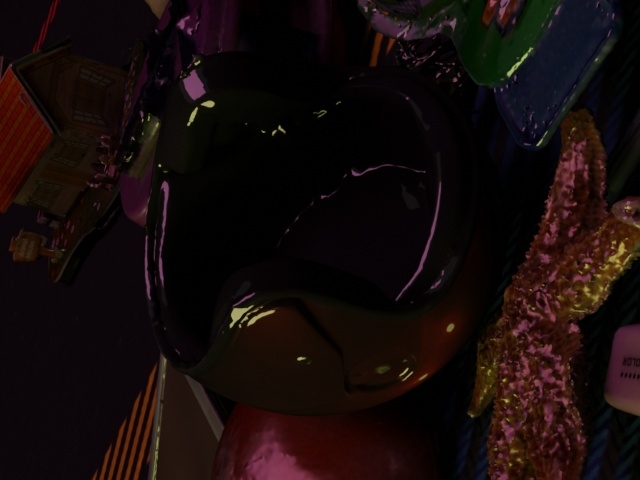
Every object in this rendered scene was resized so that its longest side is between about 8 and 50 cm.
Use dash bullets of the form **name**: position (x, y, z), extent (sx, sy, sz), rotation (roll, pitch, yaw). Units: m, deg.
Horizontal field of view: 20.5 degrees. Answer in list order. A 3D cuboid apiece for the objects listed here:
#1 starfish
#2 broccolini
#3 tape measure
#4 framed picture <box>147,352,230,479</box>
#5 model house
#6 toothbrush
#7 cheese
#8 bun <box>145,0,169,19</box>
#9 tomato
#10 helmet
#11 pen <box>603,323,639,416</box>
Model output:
- **starfish**: position (0.109, 0.050, 0.881), extent (0.240, 0.043, 0.227), rotation (118, 167, -66)
- **broccolini**: position (0.116, -0.151, 1.038), extent (0.254, 0.071, 0.057), rotation (-55, 44, 24)
- **tape measure**: position (-0.074, -0.118, 1.371), extent (0.245, 0.149, 0.231), rotation (-92, 26, -42)
- **framed picture**: position (-0.094, 0.211, 1.322), extent (0.293, 0.018, 0.231), rotation (-129, 44, -66)
- **model house**: position (-0.312, -0.100, 2.001), extent (0.294, 0.154, 0.207), rotation (133, 148, -52)
- **toothbrush**: position (0.184, -0.098, 0.859), extent (0.019, 0.016, 0.219), rotation (-97, 29, -52)
- **cheese**: position (0.079, -0.183, 0.967), extent (0.204, 0.083, 0.320), rotation (-59, 36, 33)
- **bun**: position (-0.101, -0.284, 1.519), extent (0.222, 0.127, 0.222), rotation (-62, -4, -7)
- **tomato**: position (-0.014, 0.161, 1.080), extent (0.228, 0.112, 0.199), rotation (-108, 36, -61)
- **helmet**: position (0.000, 0.000, 0.983), extent (0.216, 0.193, 0.189), rotation (-27, 52, 17)
- **pen**: position (0.176, 0.059, 0.746), extent (0.197, 0.032, 0.053), rotation (175, 109, -71)
